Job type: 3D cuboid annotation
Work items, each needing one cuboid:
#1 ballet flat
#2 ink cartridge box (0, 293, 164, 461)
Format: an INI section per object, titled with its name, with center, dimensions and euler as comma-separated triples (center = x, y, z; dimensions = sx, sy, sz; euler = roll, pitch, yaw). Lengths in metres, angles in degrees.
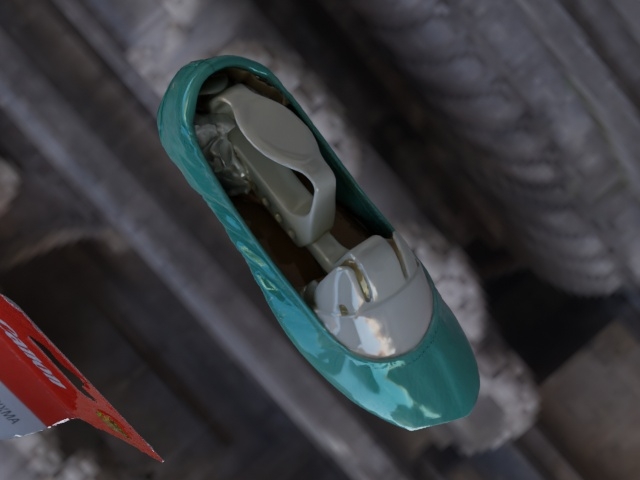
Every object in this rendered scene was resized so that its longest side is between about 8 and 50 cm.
[ballet flat]
center = 0.000, 0.000, 0.991
dimensions = 0.247, 0.083, 0.087
euler = 50, 162, 6
[ink cartridge box]
center = -0.174, 0.053, 0.840
dimensions = 0.179, 0.045, 0.145
euler = 22, 158, 37
